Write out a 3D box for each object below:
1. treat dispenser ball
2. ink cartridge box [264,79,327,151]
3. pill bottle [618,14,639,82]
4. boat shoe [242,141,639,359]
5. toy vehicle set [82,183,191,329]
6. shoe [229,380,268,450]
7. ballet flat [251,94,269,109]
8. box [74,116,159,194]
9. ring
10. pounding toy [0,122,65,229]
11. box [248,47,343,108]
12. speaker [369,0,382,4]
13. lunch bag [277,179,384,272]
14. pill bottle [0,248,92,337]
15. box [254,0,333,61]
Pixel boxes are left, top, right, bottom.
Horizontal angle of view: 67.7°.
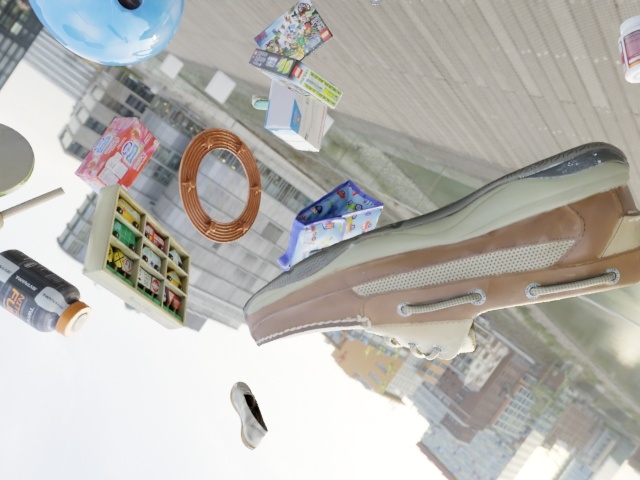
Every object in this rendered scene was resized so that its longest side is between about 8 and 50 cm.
[{"bbox_3d":[-0.411,-0.492,0.926,0.288,0.288,0.288,35,-178,-1],"label":"treat dispenser ball"},{"bbox_3d":[-0.059,-0.329,1.250,0.082,0.140,0.190,8,176,21],"label":"ink cartridge box"},{"bbox_3d":[0.814,-0.490,1.216,0.085,0.152,0.086,-1,166,0],"label":"pill bottle"},{"bbox_3d":[0.087,0.038,0.383,0.122,0.323,0.120,-13,-99,-68],"label":"boat shoe"},{"bbox_3d":[-0.318,0.041,0.868,0.267,0.035,0.166,64,-162,-58],"label":"toy vehicle set"},{"bbox_3d":[-0.176,0.426,1.203,0.076,0.058,0.219,35,-171,-30],"label":"shoe"},{"bbox_3d":[-0.158,-0.477,1.651,0.168,0.057,0.053,3,-132,-32],"label":"ballet flat"},{"bbox_3d":[-0.682,-0.280,1.610,0.122,0.257,0.128,10,153,30],"label":"box"},{"bbox_3d":[-0.277,-0.161,1.405,0.032,0.337,0.336,1,161,33],"label":"ring"},{"bbox_3d":[-0.654,-0.117,0.950,0.237,0.183,0.110,48,143,6],"label":"pounding toy"},{"bbox_3d":[-0.052,-0.315,0.917,0.114,0.036,0.207,24,-168,-35],"label":"box"},{"bbox_3d":[0.171,-0.849,1.588,0.055,0.055,0.136,33,-144,-49],"label":"speaker"},{"bbox_3d":[0.000,0.000,1.232,0.138,0.221,0.293,38,-138,27],"label":"lunch bag"},{"bbox_3d":[-0.677,0.134,1.148,0.245,0.131,0.130,30,-179,6],"label":"pill bottle"},{"bbox_3d":[-0.093,-0.708,1.667,0.159,0.233,0.044,53,-168,-12],"label":"box"}]
